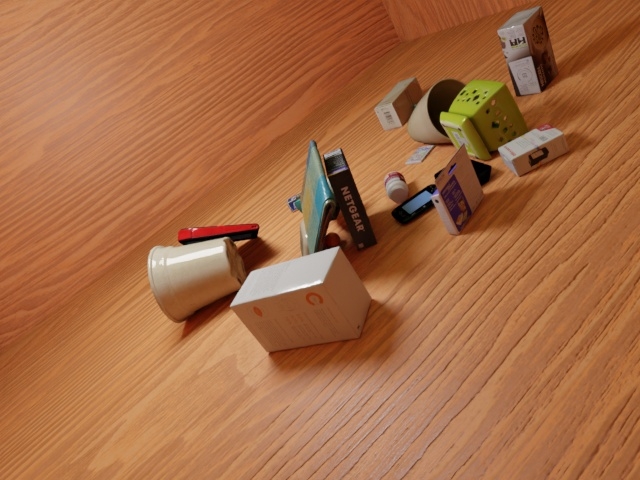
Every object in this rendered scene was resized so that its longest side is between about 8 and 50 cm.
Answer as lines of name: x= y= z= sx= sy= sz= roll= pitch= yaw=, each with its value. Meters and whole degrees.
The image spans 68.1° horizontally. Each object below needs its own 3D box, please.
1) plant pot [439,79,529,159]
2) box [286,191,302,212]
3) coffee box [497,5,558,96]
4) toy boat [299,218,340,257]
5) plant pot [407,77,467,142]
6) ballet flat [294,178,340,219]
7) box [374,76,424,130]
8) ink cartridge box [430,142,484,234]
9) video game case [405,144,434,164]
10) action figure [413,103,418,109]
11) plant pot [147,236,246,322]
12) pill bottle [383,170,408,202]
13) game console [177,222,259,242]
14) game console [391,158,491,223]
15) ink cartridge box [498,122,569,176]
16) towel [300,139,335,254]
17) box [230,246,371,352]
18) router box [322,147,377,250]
plant pot: x=0.595 y=-0.439 z=1.769 sx=0.207 sy=0.228 sz=0.227 roll=-40 pitch=25 yaw=2
box: x=-0.081 y=-0.207 z=2.334 sx=0.168 sy=0.059 sz=0.054 roll=-28 pitch=23 yaw=12
coffee box: x=0.859 y=-0.774 z=1.956 sx=0.168 sy=0.297 sz=0.118 roll=-44 pitch=30 yaw=-24
toy boat: x=0.000 y=0.000 z=1.814 sx=0.151 sy=0.151 sz=0.231 roll=-3 pitch=26 yaw=-7
plant pot: x=0.495 y=-0.522 z=2.039 sx=0.256 sy=0.257 sz=0.274 roll=-41 pitch=10 yaw=-17
ballet flat: x=0.009 y=-0.188 z=1.994 sx=0.182 sy=0.164 sz=0.483 roll=-45 pitch=13 yaw=-6
box: x=0.438 y=-0.751 z=2.597 sx=0.121 sy=0.148 sz=0.311 roll=-3 pitch=40 yaw=45
ink cartridge box: x=0.424 y=-0.161 z=1.477 sx=0.045 sy=0.208 sz=0.206 roll=3 pitch=43 yaw=48
video game case: x=0.437 y=-0.376 z=2.081 sx=0.087 sy=0.011 sz=0.122 roll=0 pitch=41 yaw=50
action figure: x=0.552 y=-0.701 z=2.476 sx=0.137 sy=0.063 sz=0.232 roll=-41 pitch=22 yaw=-8
plant pot: x=-0.484 y=0.136 z=1.950 sx=0.305 sy=0.334 sz=0.334 roll=-18 pitch=27 yaw=5
pill bottle: x=0.298 y=-0.206 z=1.853 sx=0.086 sy=0.086 sz=0.152 roll=-27 pitch=27 yaw=14
game console: x=-0.449 y=-0.017 z=2.131 sx=0.341 sy=0.060 sz=0.386 roll=-4 pitch=-4 yaw=-10
game console: x=0.423 y=-0.173 z=1.696 sx=0.361 sy=0.044 sz=0.213 roll=-35 pitch=25 yaw=-2
ink cartridge box: x=0.697 y=-0.299 z=1.560 sx=0.175 sy=0.072 sz=0.127 roll=-27 pitch=26 yaw=13
towel: x=-0.017 y=-0.139 z=1.631 sx=0.040 sy=0.272 sz=0.370 roll=3 pitch=41 yaw=-13
box: x=-0.057 y=0.185 z=1.420 sx=0.345 sy=0.215 sz=0.168 roll=-16 pitch=30 yaw=31
router box: x=0.105 y=-0.152 z=1.719 sx=0.080 sy=0.309 sz=0.243 roll=-21 pitch=26 yaw=6
